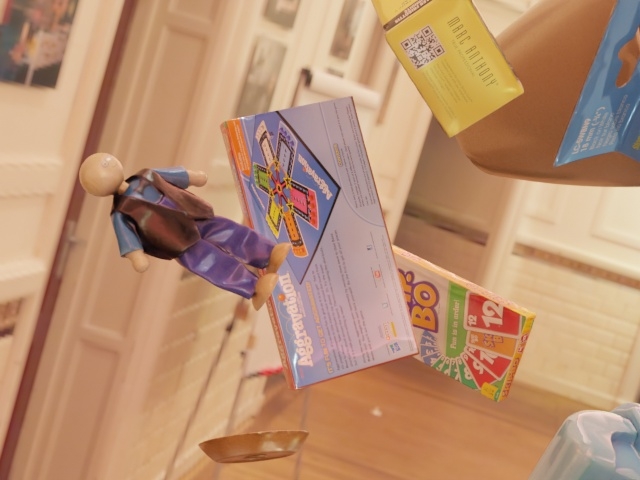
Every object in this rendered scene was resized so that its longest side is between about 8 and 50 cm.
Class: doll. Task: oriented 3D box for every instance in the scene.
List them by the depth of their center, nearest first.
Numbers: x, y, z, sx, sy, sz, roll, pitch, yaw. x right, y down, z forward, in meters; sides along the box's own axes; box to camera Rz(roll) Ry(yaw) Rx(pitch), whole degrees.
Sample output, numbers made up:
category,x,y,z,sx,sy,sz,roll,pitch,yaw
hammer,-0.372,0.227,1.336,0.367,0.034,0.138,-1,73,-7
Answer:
category,x,y,z,sx,sy,sz,roll,pitch,yaw
doll,-0.119,-0.017,0.999,0.189,0.046,0.129,29,47,-8

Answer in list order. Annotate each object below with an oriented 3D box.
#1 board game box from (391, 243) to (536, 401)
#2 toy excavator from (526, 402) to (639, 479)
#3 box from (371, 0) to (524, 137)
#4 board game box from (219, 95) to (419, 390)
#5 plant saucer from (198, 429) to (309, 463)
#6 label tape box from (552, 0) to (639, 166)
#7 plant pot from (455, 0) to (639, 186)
category,x,y,z,sx,sy,sz,roll,pitch,yaw
board game box,0.152,0.101,1.560,0.259,0.124,0.039,27,21,33
toy excavator,0.287,0.312,1.276,0.445,0.222,0.433,21,21,-13
box,0.070,-0.160,0.795,0.087,0.058,0.232,53,13,-27
board game box,0.000,0.000,1.212,0.145,0.281,0.027,-14,-2,-22
plant saucer,-0.049,0.155,0.872,0.083,0.015,0.083,-6,-15,-2
label tape box,0.373,-0.150,0.924,0.334,0.240,0.106,-19,54,-24
plant pot,0.275,-0.158,1.207,0.256,0.256,0.274,11,-17,-43
